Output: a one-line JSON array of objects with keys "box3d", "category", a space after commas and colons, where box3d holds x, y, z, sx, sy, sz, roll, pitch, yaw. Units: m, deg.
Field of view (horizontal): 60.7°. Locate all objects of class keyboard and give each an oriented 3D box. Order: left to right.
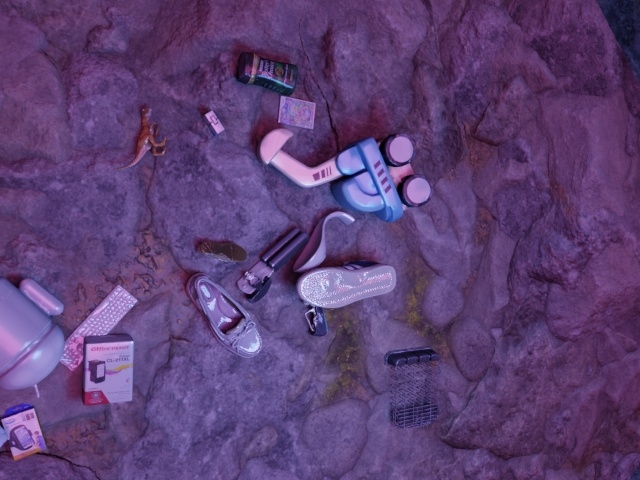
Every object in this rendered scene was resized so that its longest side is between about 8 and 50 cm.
[{"box3d": [-0.634, 0.245, 1.543, 0.072, 0.014, 0.256, 45, 74, -19], "category": "keyboard"}]

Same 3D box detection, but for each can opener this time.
[{"box3d": [-0.148, 0.073, 1.734, 0.280, 0.074, 0.093, -46, 142, -15], "category": "can opener"}]

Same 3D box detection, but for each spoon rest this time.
[{"box3d": [0.000, 0.000, 1.768, 0.084, 0.137, 0.276, 47, 59, -11], "category": "spoon rest"}]

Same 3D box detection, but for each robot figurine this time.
[{"box3d": [-0.797, 0.233, 1.367, 0.353, 0.200, 0.300, 49, 57, -18], "category": "robot figurine"}]

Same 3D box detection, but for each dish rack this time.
[{"box3d": [0.334, 0.528, 1.953, 0.208, 0.074, 0.271, -2, 94, -23], "category": "dish rack"}]

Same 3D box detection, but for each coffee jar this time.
[{"box3d": [-0.166, -0.518, 1.695, 0.185, 0.079, 0.096, 8, 88, -24], "category": "coffee jar"}]

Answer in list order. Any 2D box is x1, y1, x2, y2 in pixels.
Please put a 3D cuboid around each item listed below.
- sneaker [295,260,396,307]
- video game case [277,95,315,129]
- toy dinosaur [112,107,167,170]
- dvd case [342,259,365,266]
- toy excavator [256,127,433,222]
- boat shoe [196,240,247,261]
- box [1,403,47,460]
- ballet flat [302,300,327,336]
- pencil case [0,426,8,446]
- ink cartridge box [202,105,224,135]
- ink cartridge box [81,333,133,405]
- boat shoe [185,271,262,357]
[{"box3d": [0.066, 0.135, 1.763, 0.350, 0.148, 0.131, -2, 96, -27], "category": "sneaker"}, {"box3d": [-0.077, -0.415, 1.774, 0.122, 0.011, 0.087, 6, 89, -24], "category": "video game case"}, {"box3d": [-0.504, -0.274, 1.572, 0.112, 0.064, 0.211, 14, 76, -6], "category": "toy dinosaur"}, {"box3d": [0.119, 0.129, 1.875, 0.087, 0.013, 0.119, -4, 94, -24], "category": "dvd case"}, {"box3d": [0.073, -0.216, 1.755, 0.445, 0.222, 0.432, -28, 101, -12], "category": "toy excavator"}, {"box3d": [-0.301, 0.036, 1.675, 0.153, 0.048, 0.056, 9, 76, -31], "category": "boat shoe"}, {"box3d": [-0.798, 0.511, 1.470, 0.081, 0.028, 0.136, -17, 100, -22], "category": "box"}, {"box3d": [-0.021, 0.219, 1.786, 0.074, 0.074, 0.203, -10, 98, -23], "category": "ballet flat"}, {"box3d": [-0.915, 0.441, 1.370, 0.124, 0.113, 0.273, -27, 104, 6], "category": "pencil case"}, {"box3d": [-0.327, -0.360, 1.644, 0.028, 0.048, 0.083, -37, 104, -19], "category": "ink cartridge box"}, {"box3d": [-0.593, 0.358, 1.522, 0.128, 0.072, 0.175, 0, 95, -27], "category": "ink cartridge box"}, {"box3d": [-0.283, 0.232, 1.649, 0.118, 0.103, 0.320, -38, 105, -18], "category": "boat shoe"}]
